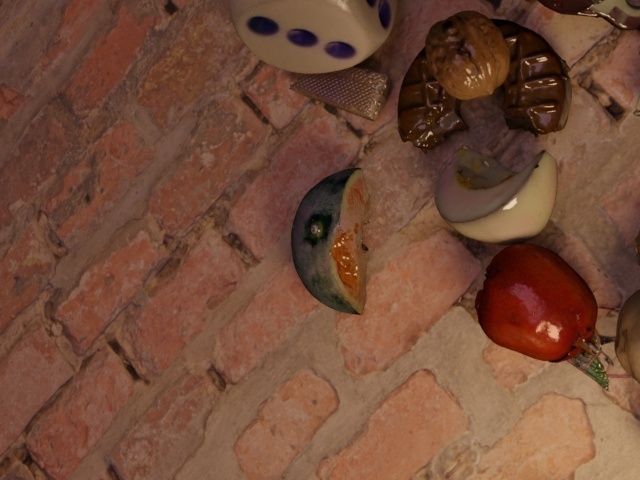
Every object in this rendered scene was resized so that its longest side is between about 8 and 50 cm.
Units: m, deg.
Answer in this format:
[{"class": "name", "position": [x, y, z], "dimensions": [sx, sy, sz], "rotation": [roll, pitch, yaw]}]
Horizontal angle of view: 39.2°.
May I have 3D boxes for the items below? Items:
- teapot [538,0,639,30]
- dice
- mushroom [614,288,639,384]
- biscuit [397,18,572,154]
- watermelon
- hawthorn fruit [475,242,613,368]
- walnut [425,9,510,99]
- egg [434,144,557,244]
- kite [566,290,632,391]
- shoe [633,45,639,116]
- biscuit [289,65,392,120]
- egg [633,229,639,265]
[{"class": "teapot", "position": [0.567, -0.577, 1.757], "dimensions": [0.315, 0.233, 0.312], "rotation": [27, 103, 1]}, {"class": "dice", "position": [-0.014, -0.567, 1.976], "dimensions": [0.304, 0.277, 0.304], "rotation": [-3, 61, 31]}, {"class": "mushroom", "position": [0.657, 0.238, 1.559], "dimensions": [0.314, 0.314, 0.336], "rotation": [21, 120, 29]}, {"class": "biscuit", "position": [0.339, -0.330, 1.877], "dimensions": [0.366, 0.115, 0.268], "rotation": [-4, 81, 26]}, {"class": "watermelon", "position": [-0.002, -0.001, 1.973], "dimensions": [0.188, 0.175, 0.322], "rotation": [-4, 79, 27]}, {"class": "hawthorn fruit", "position": [0.434, 0.140, 1.705], "dimensions": [0.299, 0.211, 0.211], "rotation": [36, 99, 25]}, {"class": "walnut", "position": [0.292, -0.359, 1.763], "dimensions": [0.155, 0.155, 0.184], "rotation": [-34, 64, 19]}, {"class": "egg", "position": [0.364, -0.074, 1.793], "dimensions": [0.271, 0.162, 0.206], "rotation": [-2, 54, 54]}, {"class": "kite", "position": [0.563, 0.193, 1.739], "dimensions": [0.244, 0.006, 0.198], "rotation": [-7, 79, 27]}, {"class": "shoe", "position": [0.696, -0.245, 1.673], "dimensions": [0.210, 0.132, 0.342], "rotation": [-11, 73, 30]}, {"class": "biscuit", "position": [0.046, -0.360, 2.068], "dimensions": [0.239, 0.062, 0.108], "rotation": [25, 92, 28]}, {"class": "egg", "position": [0.646, 0.011, 1.663], "dimensions": [0.118, 0.116, 0.140], "rotation": [11, 77, -9]}]
